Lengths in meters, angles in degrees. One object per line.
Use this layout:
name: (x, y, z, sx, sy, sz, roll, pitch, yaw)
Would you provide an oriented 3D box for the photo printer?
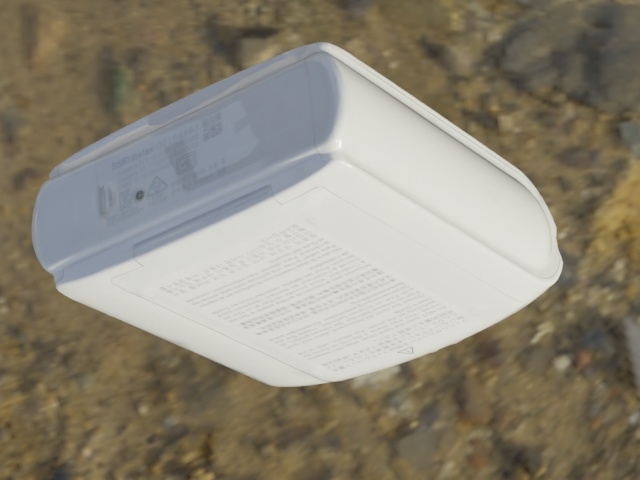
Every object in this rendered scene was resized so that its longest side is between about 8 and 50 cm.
photo printer: (0.000, 0.000, 1.343, 0.256, 0.307, 0.107, -23, 59, 29)
